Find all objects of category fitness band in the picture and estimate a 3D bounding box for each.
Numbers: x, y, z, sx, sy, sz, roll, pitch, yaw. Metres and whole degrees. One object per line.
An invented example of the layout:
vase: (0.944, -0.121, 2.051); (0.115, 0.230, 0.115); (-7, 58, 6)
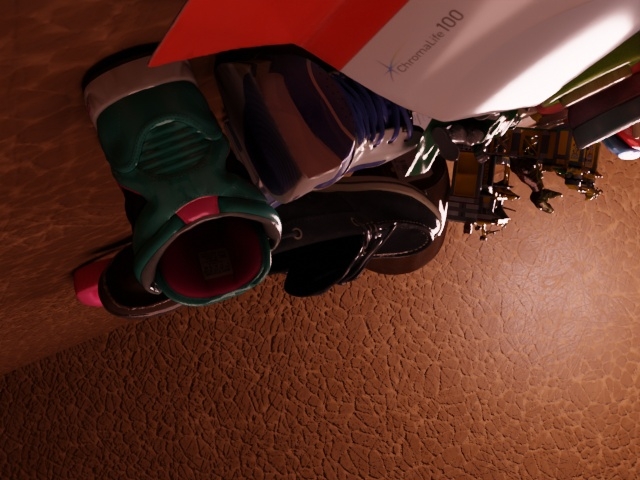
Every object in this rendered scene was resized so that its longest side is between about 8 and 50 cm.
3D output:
fitness band: (-0.343, 0.077, 1.426); (0.208, 0.054, 0.291); (-10, 169, -12)

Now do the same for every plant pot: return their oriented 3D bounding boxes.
plant pot: (0.138, -0.080, 1.336); (0.215, 0.215, 0.230); (-21, 161, -13)

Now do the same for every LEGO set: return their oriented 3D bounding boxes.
LEGO set: (0.351, -0.088, 1.325); (0.254, 0.192, 0.331); (8, -174, 16)

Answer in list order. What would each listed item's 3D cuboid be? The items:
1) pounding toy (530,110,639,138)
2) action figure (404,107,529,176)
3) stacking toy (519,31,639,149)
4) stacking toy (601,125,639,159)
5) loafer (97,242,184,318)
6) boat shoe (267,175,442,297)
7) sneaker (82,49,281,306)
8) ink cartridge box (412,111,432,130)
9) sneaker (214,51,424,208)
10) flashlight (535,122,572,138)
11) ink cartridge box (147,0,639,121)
pounding toy: (0.409, -0.206, 1.237); (0.154, 0.155, 0.269); (-23, 179, -5)
action figure: (0.174, -0.130, 0.819); (0.137, 0.063, 0.232); (-54, 166, 26)
stacking toy: (0.374, -0.167, 0.964); (0.279, 0.131, 0.309); (-24, 177, -19)
stacking toy: (0.698, -0.317, 1.577); (0.175, 0.166, 0.302); (-4, 150, -44)
loafer: (-0.191, 0.005, 1.234); (0.365, 0.134, 0.130); (-26, 166, -7)
boat shoe: (0.000, 0.000, 1.081); (0.500, 0.156, 0.186); (4, 152, -47)
sneaker: (-0.110, -0.033, 0.670); (0.123, 0.179, 0.295); (-22, 176, -5)
ink cartridge box: (0.223, -0.210, 0.918); (0.311, 0.065, 0.186); (-20, 176, 10)
sneaker: (0.010, -0.119, 0.709); (0.182, 0.128, 0.315); (-26, -178, -8)
flashlight: (0.657, -0.293, 1.833); (0.304, 0.103, 0.103); (-24, -148, 53)
ink cartridge box: (0.130, -0.177, 0.467); (0.384, 0.091, 0.308); (-19, 168, -42)
